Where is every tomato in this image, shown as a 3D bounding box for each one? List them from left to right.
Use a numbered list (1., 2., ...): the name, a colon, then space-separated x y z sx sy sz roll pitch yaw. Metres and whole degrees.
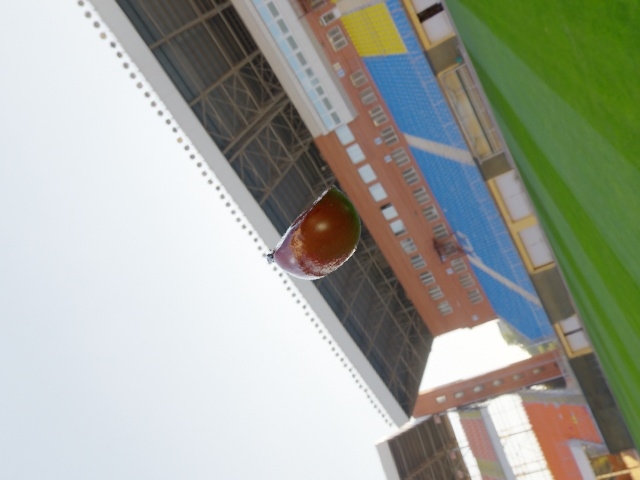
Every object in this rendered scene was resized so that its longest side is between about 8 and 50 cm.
1. tomato: 0.000 0.000 0.690 0.091 0.139 0.159 42 178 -2
